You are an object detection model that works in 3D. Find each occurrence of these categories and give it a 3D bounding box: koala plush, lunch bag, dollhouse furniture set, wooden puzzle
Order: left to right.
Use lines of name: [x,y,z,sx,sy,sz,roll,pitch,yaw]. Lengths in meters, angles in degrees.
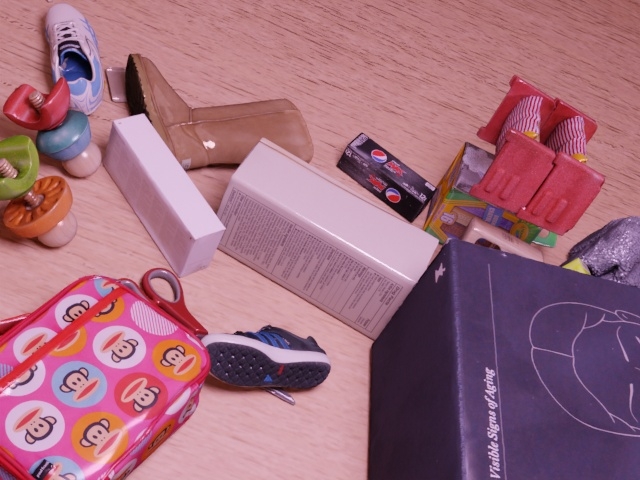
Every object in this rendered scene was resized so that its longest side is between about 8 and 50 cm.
lunch bag: [-0.308,0.179,1.124,0.258,0.120,0.293,34,45,11]
wooden puzzle: [-0.325,-0.261,1.541,0.116,0.014,0.078,4,56,-21]
dollhouse furniture set: [0.263,-0.030,1.386,0.152,0.374,0.201,26,32,-4]
koala plush: [0.521,0.088,1.526,0.221,0.203,0.196,51,50,4]

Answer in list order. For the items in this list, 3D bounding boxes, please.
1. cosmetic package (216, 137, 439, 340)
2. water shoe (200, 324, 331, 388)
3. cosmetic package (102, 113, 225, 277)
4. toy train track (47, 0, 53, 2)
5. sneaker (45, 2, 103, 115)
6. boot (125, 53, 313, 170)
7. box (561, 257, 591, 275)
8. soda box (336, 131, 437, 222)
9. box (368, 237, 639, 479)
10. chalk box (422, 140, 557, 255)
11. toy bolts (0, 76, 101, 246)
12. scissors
cosmetic package: [0.000,0.000,1.372,0.309,0.160,0.113,30,47,0]
water shoe: [-0.084,0.157,1.261,0.203,0.073,0.080,17,24,-30]
cosmetic package: [-0.237,-0.070,1.364,0.060,0.099,0.239,-22,65,-35]
toy train track: [-0.503,-0.453,1.617,0.083,0.014,0.048,45,49,14]
sneaker: [-0.404,-0.311,1.491,0.085,0.086,0.237,-13,58,-13]
boot: [-0.173,-0.212,1.523,0.269,0.089,0.236,-10,70,-29]
box: [0.356,0.117,1.450,0.042,0.178,0.109,32,35,-45]
soda box: [0.114,-0.109,1.578,0.169,0.060,0.053,39,49,8]
box: [0.327,0.308,1.170,0.472,0.297,0.480,16,49,-13]
chalk box: [0.305,-0.046,1.564,0.213,0.132,0.132,26,46,-4]
toy bolts: [-0.422,-0.103,1.321,0.218,0.158,0.228,1,51,30]
scissors: [-0.169,0.148,1.271,0.297,0.021,0.109,44,42,11]
